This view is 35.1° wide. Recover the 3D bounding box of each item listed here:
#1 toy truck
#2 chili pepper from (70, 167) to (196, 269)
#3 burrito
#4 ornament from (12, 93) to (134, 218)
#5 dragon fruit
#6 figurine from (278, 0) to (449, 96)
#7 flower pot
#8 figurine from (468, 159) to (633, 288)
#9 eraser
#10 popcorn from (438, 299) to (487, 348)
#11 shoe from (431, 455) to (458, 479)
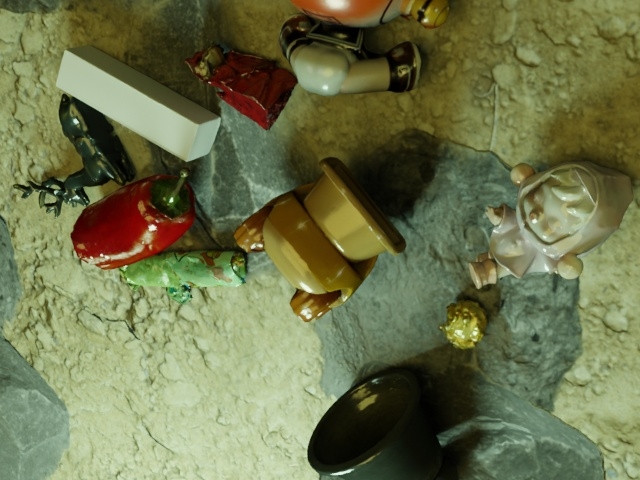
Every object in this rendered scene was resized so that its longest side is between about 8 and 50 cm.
[{"bbox_3d":[0.000,0.000,1.626,0.211,0.288,0.204,-39,86,6],"label":"toy truck"},{"bbox_3d":[-0.294,-0.054,1.814,0.338,0.135,0.131,-25,120,35],"label":"chili pepper"},{"bbox_3d":[-0.255,0.070,1.889,0.288,0.054,0.104,-2,108,25],"label":"burrito"},{"bbox_3d":[-0.489,-0.150,1.914,0.236,0.080,0.202,-27,97,31],"label":"ornament"},{"bbox_3d":[-0.135,-0.277,1.720,0.192,0.122,0.092,29,78,19],"label":"dragon fruit"},{"bbox_3d":[0.035,-0.384,1.511,0.320,0.196,0.323,17,124,27],"label":"figurine"},{"bbox_3d":[0.113,0.349,1.723,0.235,0.235,0.148,-29,112,31],"label":"flower pot"},{"bbox_3d":[0.338,-0.020,1.521,0.276,0.133,0.200,-40,58,34],"label":"figurine"},{"bbox_3d":[-0.326,-0.247,1.802,0.298,0.078,0.076,30,117,15],"label":"eraser"},{"bbox_3d":[0.235,0.139,1.665,0.083,0.057,0.082,-8,109,25],"label":"popcorn"},{"bbox_3d":[0.167,0.502,1.794,0.149,0.109,0.293,48,123,0],"label":"shoe"}]
